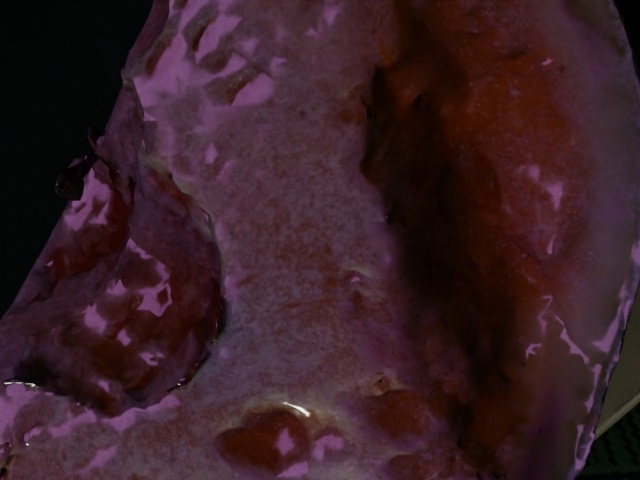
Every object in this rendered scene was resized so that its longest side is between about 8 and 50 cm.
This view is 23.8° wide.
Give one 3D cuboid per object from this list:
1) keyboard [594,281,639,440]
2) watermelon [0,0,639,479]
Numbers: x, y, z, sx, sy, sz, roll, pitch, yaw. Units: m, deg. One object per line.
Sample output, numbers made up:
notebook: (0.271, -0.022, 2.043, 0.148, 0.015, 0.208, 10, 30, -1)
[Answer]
keyboard: (0.063, 0.062, 0.532, 0.055, 0.017, 0.166, 51, 127, 14)
watermelon: (0.006, 0.003, 0.497, 0.175, 0.188, 0.322, 28, 113, -5)
